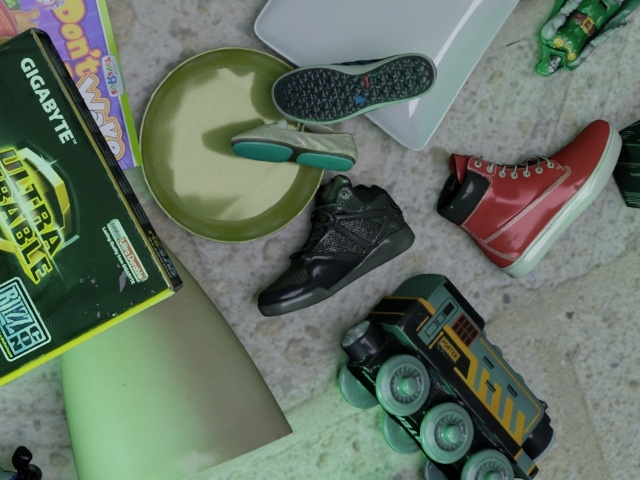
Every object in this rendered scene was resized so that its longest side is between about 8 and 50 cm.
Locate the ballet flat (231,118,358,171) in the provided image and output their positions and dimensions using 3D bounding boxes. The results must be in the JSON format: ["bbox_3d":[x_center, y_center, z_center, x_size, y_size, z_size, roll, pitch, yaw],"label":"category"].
[{"bbox_3d":[-0.034,-0.121,1.780,0.168,0.057,0.052,9,64,-24],"label":"ballet flat"}]

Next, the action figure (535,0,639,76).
[{"bbox_3d":[0.362,-0.308,1.930,0.137,0.063,0.232,40,85,-22],"label":"action figure"}]

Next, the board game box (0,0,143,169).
[{"bbox_3d":[-0.360,-0.229,1.672,0.233,0.078,0.347,-15,100,-17],"label":"board game box"}]

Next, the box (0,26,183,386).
[{"bbox_3d":[-0.337,-0.028,1.575,0.257,0.079,0.322,-28,91,5],"label":"box"}]

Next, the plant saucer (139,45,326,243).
[{"bbox_3d":[-0.109,-0.117,1.793,0.241,0.037,0.241,-2,95,-19],"label":"plant saucer"}]

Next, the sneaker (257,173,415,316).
[{"bbox_3d":[0.000,0.000,1.818,0.227,0.087,0.130,-32,105,-17],"label":"sneaker"}]

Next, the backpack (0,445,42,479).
[{"bbox_3d":[-0.443,0.367,1.606,0.213,0.263,0.277,11,92,-4],"label":"backpack"}]

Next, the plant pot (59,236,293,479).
[{"bbox_3d":[-0.201,0.144,1.699,0.256,0.256,0.274,-21,84,-16],"label":"plant pot"}]

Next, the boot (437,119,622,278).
[{"bbox_3d":[0.269,-0.096,1.905,0.176,0.088,0.244,41,85,-17],"label":"boot"}]

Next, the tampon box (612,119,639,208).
[{"bbox_3d":[0.485,-0.122,1.956,0.161,0.120,0.101,-29,103,-14],"label":"tampon box"}]

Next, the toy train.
[{"bbox_3d":[0.170,0.200,1.877,0.334,0.142,0.190,48,70,-17],"label":"toy train"}]

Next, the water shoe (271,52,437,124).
[{"bbox_3d":[0.043,-0.184,1.779,0.203,0.080,0.073,-7,96,7],"label":"water shoe"}]

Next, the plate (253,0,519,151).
[{"bbox_3d":[0.088,-0.298,1.840,0.277,0.045,0.278,35,84,-20],"label":"plate"}]
